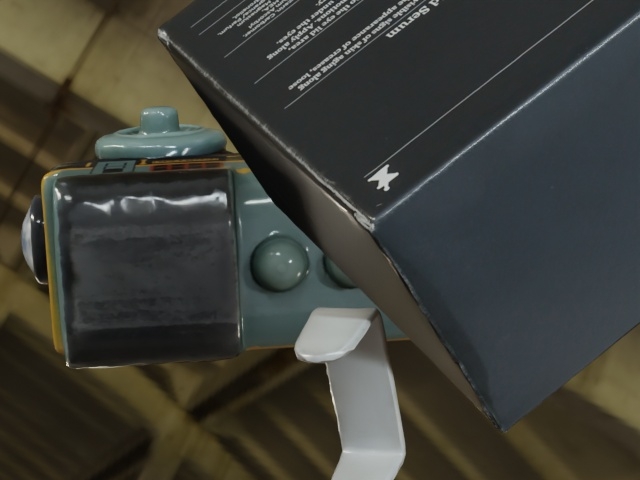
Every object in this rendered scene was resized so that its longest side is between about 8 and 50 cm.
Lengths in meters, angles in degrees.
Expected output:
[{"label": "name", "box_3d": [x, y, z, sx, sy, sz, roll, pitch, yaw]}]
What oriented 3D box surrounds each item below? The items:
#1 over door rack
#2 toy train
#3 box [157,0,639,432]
[{"label": "over door rack", "box_3d": [-0.121, 0.155, 0.372, 0.239, 0.324, 0.108, 0, -50, 21]}, {"label": "toy train", "box_3d": [0.000, 0.000, 0.776, 0.333, 0.142, 0.190, -2, 10, -5]}, {"label": "box", "box_3d": [0.099, -0.087, 0.486, 0.103, 0.261, 0.184, 56, -6, -33]}]
